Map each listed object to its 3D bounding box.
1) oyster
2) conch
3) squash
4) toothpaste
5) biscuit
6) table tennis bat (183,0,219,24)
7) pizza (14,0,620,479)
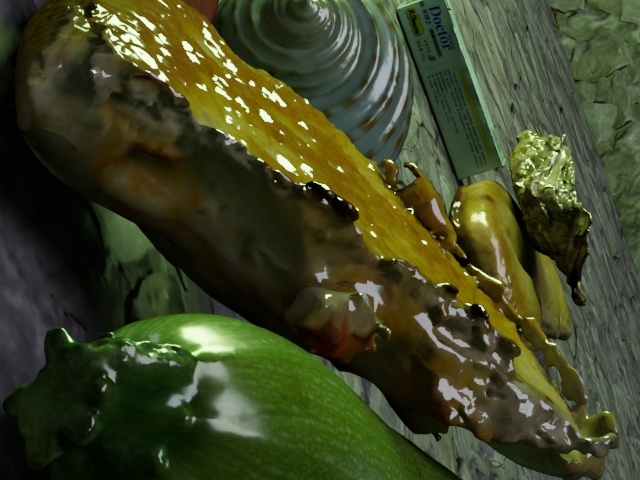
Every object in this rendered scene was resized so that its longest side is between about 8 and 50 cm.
[{"bbox_3d":[0.197,-0.026,1.434,0.105,0.056,0.177,70,8,-61],"label":"oyster"},{"bbox_3d":[-0.002,-0.069,0.871,0.153,0.102,0.135,56,35,-53],"label":"conch"},{"bbox_3d":[-0.003,0.110,0.638,0.395,0.107,0.107,42,33,-58],"label":"squash"},{"bbox_3d":[0.115,-0.134,1.450,0.034,0.046,0.164,-51,122,-71],"label":"toothpaste"},{"bbox_3d":[0.169,0.021,1.467,0.299,0.045,0.154,3,68,-74],"label":"biscuit"},{"bbox_3d":[-0.135,-0.269,0.731,0.268,0.051,0.414,-88,156,-54],"label":"table tennis bat"},{"bbox_3d":[0.000,0.000,0.674,0.297,0.071,0.189,34,14,-21],"label":"pizza"}]
